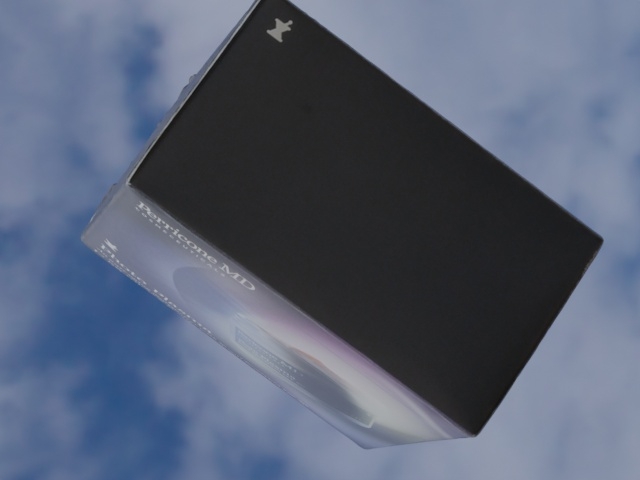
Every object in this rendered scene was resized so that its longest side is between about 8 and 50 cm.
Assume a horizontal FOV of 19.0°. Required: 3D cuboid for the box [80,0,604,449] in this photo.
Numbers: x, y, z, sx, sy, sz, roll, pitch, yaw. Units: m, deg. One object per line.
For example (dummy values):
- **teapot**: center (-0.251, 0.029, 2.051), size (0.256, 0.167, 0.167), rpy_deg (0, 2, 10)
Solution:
- **box**: center (0.000, 0.000, 1.406), size (0.296, 0.294, 0.183), rpy_deg (36, -105, -6)
